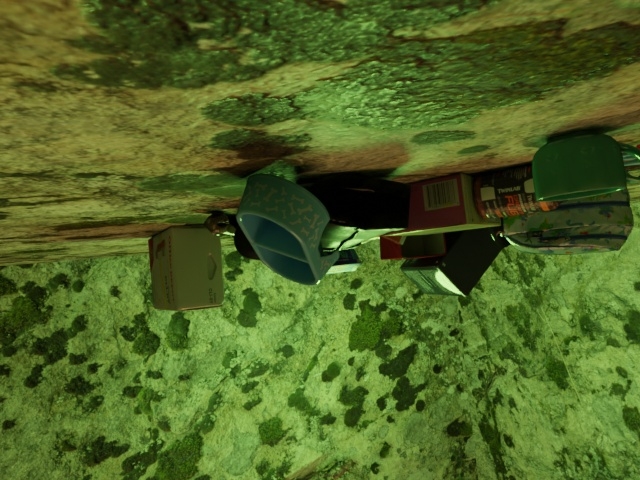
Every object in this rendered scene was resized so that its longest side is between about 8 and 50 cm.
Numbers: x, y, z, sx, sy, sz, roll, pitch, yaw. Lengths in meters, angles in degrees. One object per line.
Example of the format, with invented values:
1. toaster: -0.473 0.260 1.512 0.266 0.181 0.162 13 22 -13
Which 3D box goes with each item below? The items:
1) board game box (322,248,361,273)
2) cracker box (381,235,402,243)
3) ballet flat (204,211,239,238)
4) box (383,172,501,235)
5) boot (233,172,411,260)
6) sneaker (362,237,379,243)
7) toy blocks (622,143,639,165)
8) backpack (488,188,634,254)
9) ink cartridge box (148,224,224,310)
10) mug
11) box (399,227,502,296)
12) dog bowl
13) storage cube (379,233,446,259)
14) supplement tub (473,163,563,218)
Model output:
1. board game box: 0.007 0.001 1.343 0.160 0.210 0.047 -5 144 -34
2. cracker box: 0.203 -0.048 1.458 0.156 0.067 0.232 25 -176 12
3. ballet flat: -0.249 -0.045 1.299 0.058 0.084 0.250 -42 166 10
4. box: 0.301 -0.082 1.126 0.214 0.117 0.243 -8 175 39
5. boot: -0.028 -0.037 1.035 0.367 0.146 0.445 -9 179 -7
6. sneaker: 0.206 -0.055 1.953 0.279 0.107 0.118 -9 158 9
7. toy blocks: 0.599 -0.160 0.793 0.123 0.054 0.148 -4 177 -41
8. backpack: 0.669 -0.065 1.275 0.356 0.273 0.290 -20 165 23
9. ink cartridge box: -0.488 0.103 1.604 0.161 0.279 0.385 -3 176 -32
10. mug: 0.431 -0.123 0.743 0.158 0.097 0.129 -6 177 -17
11. box: 0.551 0.047 1.865 0.343 0.179 0.312 -49 -171 -14
12. dog bowl: -0.062 -0.005 0.857 0.166 0.074 0.297 18 156 20
13. storage cube: 0.347 -0.022 1.742 0.215 0.183 0.193 -5 178 -17
14. supplement tub: 0.444 -0.110 0.976 0.198 0.105 0.106 -9 176 38
